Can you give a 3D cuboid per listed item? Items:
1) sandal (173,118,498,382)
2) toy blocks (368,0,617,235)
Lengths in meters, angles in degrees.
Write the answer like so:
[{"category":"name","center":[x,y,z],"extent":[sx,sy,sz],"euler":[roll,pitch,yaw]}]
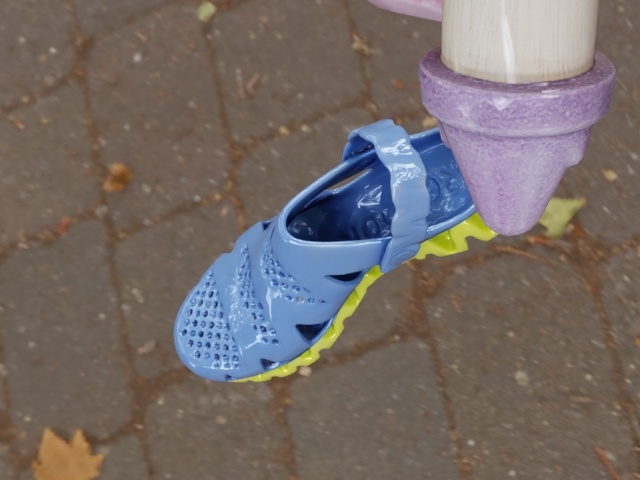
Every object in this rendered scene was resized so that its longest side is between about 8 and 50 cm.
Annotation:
[{"category":"sandal","center":[0.000,0.000,1.088],"extent":[0.317,0.138,0.126],"euler":[-38,65,18]},{"category":"toy blocks","center":[0.028,-0.116,0.346],"extent":[0.288,0.309,0.260],"euler":[19,121,35]}]
